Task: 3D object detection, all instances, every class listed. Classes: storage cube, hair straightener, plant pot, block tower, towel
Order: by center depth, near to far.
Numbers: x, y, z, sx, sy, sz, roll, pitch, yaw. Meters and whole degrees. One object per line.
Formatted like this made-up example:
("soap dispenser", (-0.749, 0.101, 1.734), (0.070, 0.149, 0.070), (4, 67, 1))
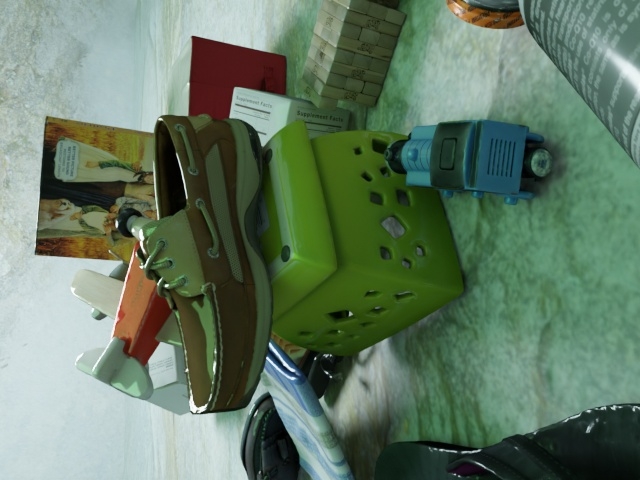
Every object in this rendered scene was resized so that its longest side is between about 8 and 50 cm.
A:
("plant pot", (0.000, 0.000, 0.701), (0.228, 0.207, 0.227), (-41, 50, 43))
("block tower", (0.067, -0.346, 0.779), (0.091, 0.097, 0.335), (55, 132, 51))
("towel", (-0.021, 0.254, 0.779), (0.209, 0.034, 0.284), (26, 141, 60))
("hair straightener", (0.025, 0.167, 0.852), (0.230, 0.047, 0.089), (-61, 39, 31))
("storage cube", (-0.195, -0.278, 1.169), (0.215, 0.193, 0.183), (-14, 74, 63))

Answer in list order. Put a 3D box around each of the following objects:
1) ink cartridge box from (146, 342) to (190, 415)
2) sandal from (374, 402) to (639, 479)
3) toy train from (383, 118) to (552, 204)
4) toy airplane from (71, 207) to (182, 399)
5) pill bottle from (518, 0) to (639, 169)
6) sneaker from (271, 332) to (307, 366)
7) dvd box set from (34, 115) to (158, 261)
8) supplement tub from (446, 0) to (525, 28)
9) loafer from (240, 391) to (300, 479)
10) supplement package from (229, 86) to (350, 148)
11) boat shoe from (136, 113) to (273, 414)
("ink cartridge box", (-0.347, 0.256, 1.374), (0.197, 0.114, 0.272), (57, -166, -55))
("sandal", (0.157, 0.247, 0.500), (0.446, 0.107, 0.167), (-40, 52, 54))
("toy train", (0.140, -0.083, 0.582), (0.184, 0.105, 0.080), (18, 102, 62))
("toy airplane", (-0.324, 0.141, 1.194), (0.385, 0.272, 0.385), (-33, 69, 15))
("pill bottle", (0.227, -0.152, 0.360), (0.161, 0.162, 0.283), (-58, 38, 42))
("sneaker", (-0.130, 0.123, 1.012), (0.302, 0.108, 0.121), (48, 147, 28))
("dvd box set", (-0.410, -0.095, 1.314), (0.062, 0.421, 0.307), (-132, 53, -59))
("supplement tub", (0.170, -0.291, 0.496), (0.190, 0.117, 0.116), (90, 167, -54))
("loafer", (-0.068, 0.397, 0.952), (0.095, 0.109, 0.302), (20, 112, 42))
("supplement package", (-0.066, -0.106, 0.918), (0.134, 0.139, 0.243), (24, 108, 39))
("boat shoe", (-0.131, 0.013, 0.595), (0.123, 0.120, 0.323), (-33, 56, 47))
